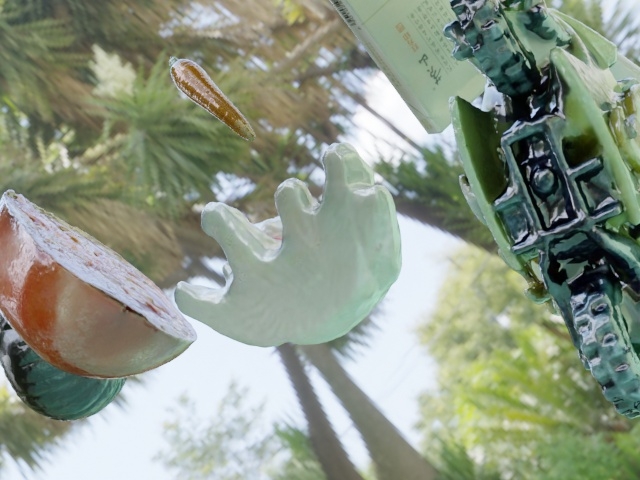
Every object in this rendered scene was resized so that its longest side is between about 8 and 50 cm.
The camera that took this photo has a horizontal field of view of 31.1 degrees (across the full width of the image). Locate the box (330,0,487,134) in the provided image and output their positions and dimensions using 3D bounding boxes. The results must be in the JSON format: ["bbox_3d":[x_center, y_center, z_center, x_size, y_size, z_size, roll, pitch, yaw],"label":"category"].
[{"bbox_3d":[0.155,-0.381,1.927,0.204,0.365,0.051,-45,19,-19],"label":"box"}]

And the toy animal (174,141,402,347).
[{"bbox_3d":[0.000,0.000,1.401,0.188,0.266,0.308,-12,-52,-49],"label":"toy animal"}]

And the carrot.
[{"bbox_3d":[-0.119,-0.153,1.229,0.035,0.142,0.035,-35,-28,-21],"label":"carrot"}]

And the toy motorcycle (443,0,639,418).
[{"bbox_3d":[0.218,-0.054,0.999,0.168,0.410,0.237,-23,-6,29],"label":"toy motorcycle"}]

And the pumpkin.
[{"bbox_3d":[-0.368,0.144,1.769,0.248,0.248,0.248,-40,-23,-21],"label":"pumpkin"}]

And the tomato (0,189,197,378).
[{"bbox_3d":[-0.331,0.087,1.555,0.144,0.338,0.338,-53,-22,4],"label":"tomato"}]

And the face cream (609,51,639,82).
[{"bbox_3d":[0.337,-0.091,1.212,0.080,0.336,0.163,-17,45,64],"label":"face cream"}]
